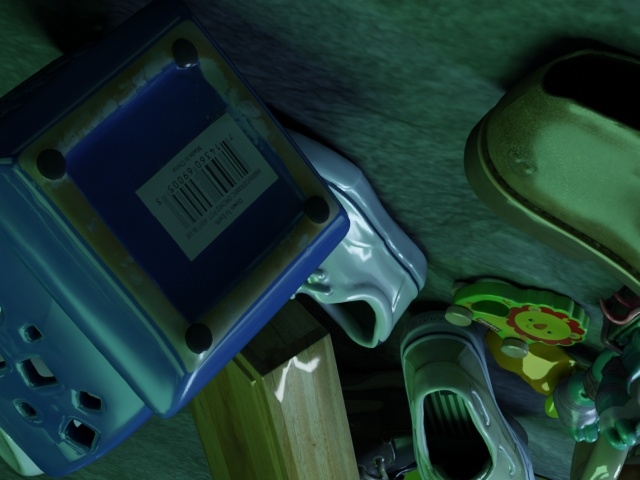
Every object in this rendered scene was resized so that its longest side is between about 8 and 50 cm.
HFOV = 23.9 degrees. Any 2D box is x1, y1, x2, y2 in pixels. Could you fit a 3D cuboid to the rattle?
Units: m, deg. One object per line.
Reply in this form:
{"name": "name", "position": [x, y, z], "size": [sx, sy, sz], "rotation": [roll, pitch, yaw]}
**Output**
{"name": "rattle", "position": [0.195, 0.178, 1.271], "size": [0.143, 0.199, 0.130], "rotation": [25, 159, -12]}

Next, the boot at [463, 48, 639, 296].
{"name": "boot", "position": [0.241, -0.013, 0.896], "size": [0.305, 0.112, 0.115], "rotation": [25, 149, -7]}

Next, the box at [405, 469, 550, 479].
{"name": "box", "position": [0.148, 0.409, 1.775], "size": [0.279, 0.290, 0.177], "rotation": [18, 160, 4]}

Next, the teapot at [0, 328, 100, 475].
{"name": "teapot", "position": [-0.305, 0.112, 1.625], "size": [0.256, 0.187, 0.252], "rotation": [18, 140, 60]}

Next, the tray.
{"name": "tray", "position": [-0.051, 0.175, 1.384], "size": [0.203, 0.076, 0.411], "rotation": [44, 157, 38]}

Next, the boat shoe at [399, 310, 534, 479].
{"name": "boat shoe", "position": [0.128, 0.196, 1.402], "size": [0.109, 0.094, 0.302], "rotation": [-9, 132, 17]}

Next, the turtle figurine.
{"name": "turtle figurine", "position": [0.255, 0.080, 1.100], "size": [0.175, 0.118, 0.234], "rotation": [-18, 168, -15]}

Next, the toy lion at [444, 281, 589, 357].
{"name": "toy lion", "position": [0.167, 0.061, 1.251], "size": [0.100, 0.034, 0.096], "rotation": [29, 151, -21]}

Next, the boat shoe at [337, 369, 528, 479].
{"name": "boat shoe", "position": [0.053, 0.213, 1.595], "size": [0.355, 0.130, 0.132], "rotation": [4, 154, 39]}

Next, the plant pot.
{"name": "plant pot", "position": [-0.133, -0.009, 1.003], "size": [0.236, 0.236, 0.212], "rotation": [52, 145, -11]}

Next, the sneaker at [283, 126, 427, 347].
{"name": "sneaker", "position": [0.000, 0.000, 1.160], "size": [0.094, 0.091, 0.258], "rotation": [2, 152, 41]}

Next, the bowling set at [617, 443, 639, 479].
{"name": "bowling set", "position": [0.359, 0.240, 1.410], "size": [0.287, 0.154, 0.200], "rotation": [6, 137, 38]}
